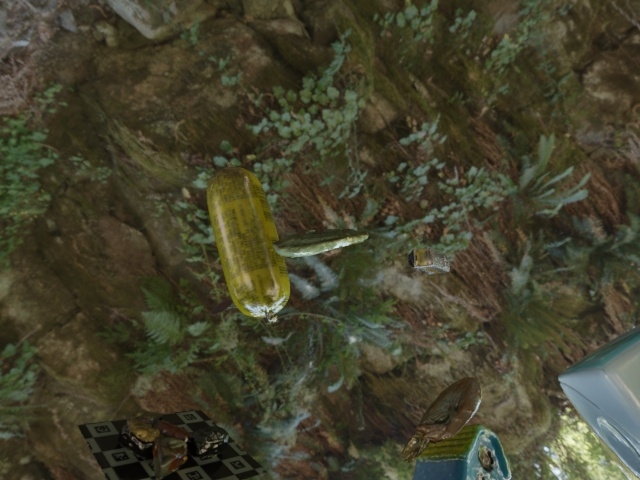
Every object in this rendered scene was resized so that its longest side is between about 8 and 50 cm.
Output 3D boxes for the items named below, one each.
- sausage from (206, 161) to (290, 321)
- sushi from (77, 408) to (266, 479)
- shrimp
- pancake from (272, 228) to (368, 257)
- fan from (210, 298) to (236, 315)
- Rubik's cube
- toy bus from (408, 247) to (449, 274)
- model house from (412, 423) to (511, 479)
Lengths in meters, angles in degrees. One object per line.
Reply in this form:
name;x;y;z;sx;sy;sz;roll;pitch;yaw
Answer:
sausage;-0.147;-0.002;0.817;0.123;0.348;0.123;-16;165;-4
sushi;-0.362;0.493;1.020;0.342;0.359;0.064;15;-92;44
shrimp;0.349;0.520;1.163;0.317;0.077;0.168;-50;179;-4
pancake;0.003;-0.001;0.543;0.129;0.023;0.116;-13;-169;-28
fan;-0.300;0.212;1.298;0.133;0.005;0.085;-9;-154;43
Rubik's cube;0.770;0.337;0.832;0.351;0.348;0.352;-32;153;4
toy bus;0.296;0.057;1.093;0.072;0.058;0.172;-7;167;32
model house;0.417;0.703;1.232;0.237;0.215;0.304;-41;-153;48
